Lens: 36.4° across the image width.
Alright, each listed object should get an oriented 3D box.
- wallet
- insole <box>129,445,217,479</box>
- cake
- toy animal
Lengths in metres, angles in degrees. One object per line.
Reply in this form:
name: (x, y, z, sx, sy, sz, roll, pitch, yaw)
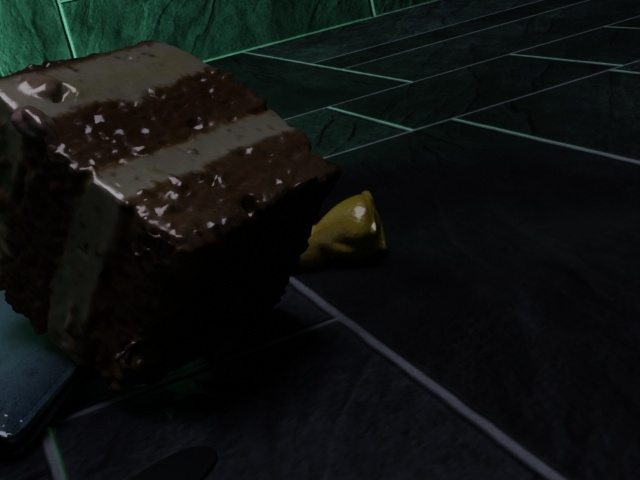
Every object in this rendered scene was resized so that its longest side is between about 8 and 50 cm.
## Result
wallet: (-0.373, 0.126, 1.055, 0.291, 0.054, 0.251, -3, 35, 23)
insole: (-0.157, 0.217, 0.793, 0.064, 0.004, 0.188, 6, 26, 44)
cake: (-0.177, -0.036, 1.008, 0.290, 0.255, 0.282, 44, 42, 17)
toy animal: (0.000, -0.002, 1.233, 0.159, 0.070, 0.083, -22, 57, 11)
